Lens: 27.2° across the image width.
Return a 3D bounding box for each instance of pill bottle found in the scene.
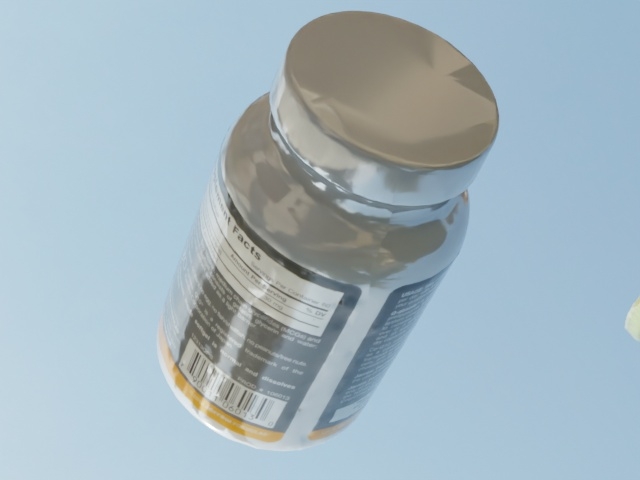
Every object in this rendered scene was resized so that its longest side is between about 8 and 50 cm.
[{"bbox_3d":[0.000,0.000,0.848,0.162,0.278,0.162,13,-134,-13],"label":"pill bottle"}]

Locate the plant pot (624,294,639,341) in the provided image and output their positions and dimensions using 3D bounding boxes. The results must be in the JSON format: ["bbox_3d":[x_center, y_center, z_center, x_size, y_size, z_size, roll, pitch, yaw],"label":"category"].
[{"bbox_3d":[0.340,0.050,0.650,0.276,0.276,0.254,-40,-109,2],"label":"plant pot"}]
